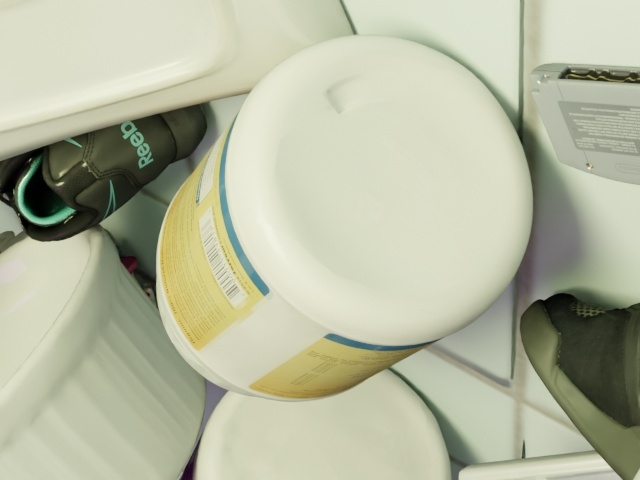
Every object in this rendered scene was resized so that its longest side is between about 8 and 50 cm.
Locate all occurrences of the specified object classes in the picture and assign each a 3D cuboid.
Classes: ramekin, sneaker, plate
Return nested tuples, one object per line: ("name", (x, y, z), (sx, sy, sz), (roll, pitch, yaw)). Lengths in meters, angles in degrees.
("ramekin", (-0.206, 0.127, 0.877), (0.135, 0.277, 0.277), (49, 153, -22))
("sneaker", (0.175, 0.057, 0.592), (0.087, 0.130, 0.227), (46, -179, -18))
("plate", (-0.158, -0.151, 0.616), (0.277, 0.045, 0.278), (-11, 127, 22))
("sneaker", (-0.176, -0.055, 0.863), (0.101, 0.106, 0.267), (49, 154, -15))

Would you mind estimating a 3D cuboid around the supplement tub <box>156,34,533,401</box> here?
("supplement tub", (0.000, 0.000, 0.658), (0.144, 0.144, 0.200), (44, 153, -3))

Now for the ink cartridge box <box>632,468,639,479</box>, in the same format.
("ink cartridge box", (0.192, -0.019, 0.283), (0.131, 0.226, 0.306), (34, 154, 18))

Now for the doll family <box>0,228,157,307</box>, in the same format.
("doll family", (-0.186, 0.069, 1.082), (0.263, 0.118, 0.163), (-3, 125, 32))

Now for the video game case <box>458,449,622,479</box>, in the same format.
("video game case", (0.176, 0.194, 0.664), (0.201, 0.023, 0.183), (-14, 87, 35))

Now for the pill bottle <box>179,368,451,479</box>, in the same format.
("pill bottle", (-0.025, 0.204, 0.966), (0.169, 0.169, 0.301), (39, 154, 6))

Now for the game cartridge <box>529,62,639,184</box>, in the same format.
("game cartridge", (0.131, -0.048, 0.556), (0.083, 0.017, 0.056), (12, 137, 45))
